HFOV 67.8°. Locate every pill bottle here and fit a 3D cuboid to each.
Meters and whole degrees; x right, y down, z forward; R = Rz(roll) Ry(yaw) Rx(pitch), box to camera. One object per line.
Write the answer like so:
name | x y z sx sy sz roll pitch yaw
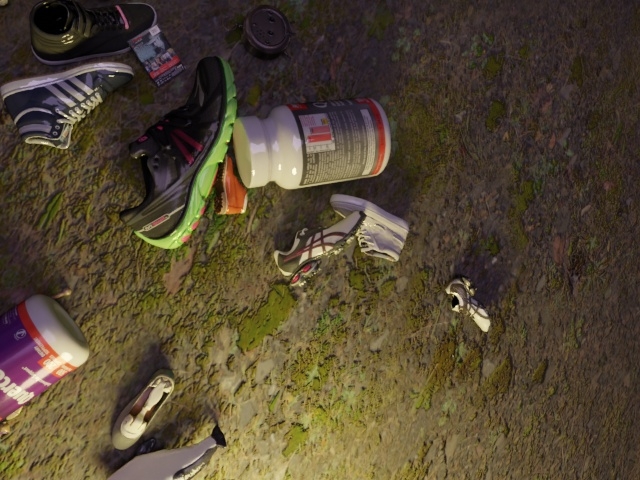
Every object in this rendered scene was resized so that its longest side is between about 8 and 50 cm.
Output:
pill bottle | -0.023 -0.244 1.212 0.362 0.210 0.210 -11 93 -21
pill bottle | -0.668 0.270 0.983 0.323 0.181 0.182 -37 101 -17

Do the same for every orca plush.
orca plush | -0.367 0.551 1.158 0.287 0.102 0.151 -32 55 -28

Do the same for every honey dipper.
honey dipper | -0.646 0.149 1.078 0.160 0.030 0.031 -27 98 -23

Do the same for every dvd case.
dvd case | -0.399 -0.451 1.164 0.087 0.013 0.119 -41 124 -16

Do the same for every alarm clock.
alarm clock | -0.161 -0.552 1.251 0.191 0.064 0.130 5 87 -17

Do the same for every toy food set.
toy food set | -0.714 0.389 1.050 0.077 0.019 0.122 26 80 -18

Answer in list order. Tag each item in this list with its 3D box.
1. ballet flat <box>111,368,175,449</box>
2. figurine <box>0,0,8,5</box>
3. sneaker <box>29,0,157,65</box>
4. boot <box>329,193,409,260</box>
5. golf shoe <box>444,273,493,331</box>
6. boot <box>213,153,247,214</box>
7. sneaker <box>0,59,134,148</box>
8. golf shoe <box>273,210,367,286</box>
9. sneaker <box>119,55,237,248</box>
ballet flat | -0.423 0.403 1.130 0.072 0.068 0.213 37 78 -15
figurine | -0.742 -0.610 0.959 0.215 0.209 0.092 39 77 -15
sneaker | -0.507 -0.491 1.076 0.295 0.147 0.105 -28 96 -20
boot | 0.129 -0.030 1.323 0.258 0.095 0.124 22 75 -19
golf shoe | 0.448 0.204 1.455 0.093 0.077 0.198 -31 92 -7
boot | -0.229 -0.143 1.225 0.084 0.059 0.158 2 84 -37
sneaker | -0.551 -0.303 1.080 0.282 0.099 0.153 -18 90 -13
golf shoe | 0.000 0.000 1.247 0.273 0.105 0.120 -41 85 3
sneaker | -0.330 -0.226 1.117 0.202 0.185 0.483 21 81 -22
